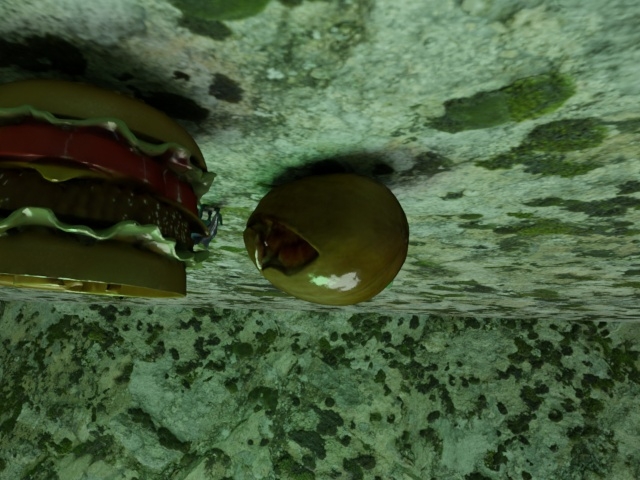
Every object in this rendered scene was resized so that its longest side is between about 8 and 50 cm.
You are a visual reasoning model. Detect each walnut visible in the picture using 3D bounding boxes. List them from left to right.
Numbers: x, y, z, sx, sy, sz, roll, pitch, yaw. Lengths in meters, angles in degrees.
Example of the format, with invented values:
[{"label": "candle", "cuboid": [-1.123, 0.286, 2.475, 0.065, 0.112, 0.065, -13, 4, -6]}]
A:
[{"label": "walnut", "cuboid": [0.000, 0.000, 0.694, 0.203, 0.203, 0.297, 15, 172, -40]}]

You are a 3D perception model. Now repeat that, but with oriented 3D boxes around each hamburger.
[{"label": "hamburger", "cuboid": [-0.253, -0.052, 0.492, 0.274, 0.212, 0.274, 4, 169, 1]}]

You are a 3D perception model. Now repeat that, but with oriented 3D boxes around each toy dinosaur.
[{"label": "toy dinosaur", "cuboid": [-0.218, -0.025, 0.857, 0.045, 0.080, 0.197, 15, 161, -31]}]

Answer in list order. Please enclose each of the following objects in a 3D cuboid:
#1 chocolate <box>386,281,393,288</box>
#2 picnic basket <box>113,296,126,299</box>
[{"label": "chocolate", "cuboid": [0.065, 0.102, 1.276, 0.291, 0.110, 0.110, 4, 166, -17]}, {"label": "picnic basket", "cuboid": [-0.574, 0.107, 1.326, 0.137, 0.128, 0.178, 5, 175, -16]}]
